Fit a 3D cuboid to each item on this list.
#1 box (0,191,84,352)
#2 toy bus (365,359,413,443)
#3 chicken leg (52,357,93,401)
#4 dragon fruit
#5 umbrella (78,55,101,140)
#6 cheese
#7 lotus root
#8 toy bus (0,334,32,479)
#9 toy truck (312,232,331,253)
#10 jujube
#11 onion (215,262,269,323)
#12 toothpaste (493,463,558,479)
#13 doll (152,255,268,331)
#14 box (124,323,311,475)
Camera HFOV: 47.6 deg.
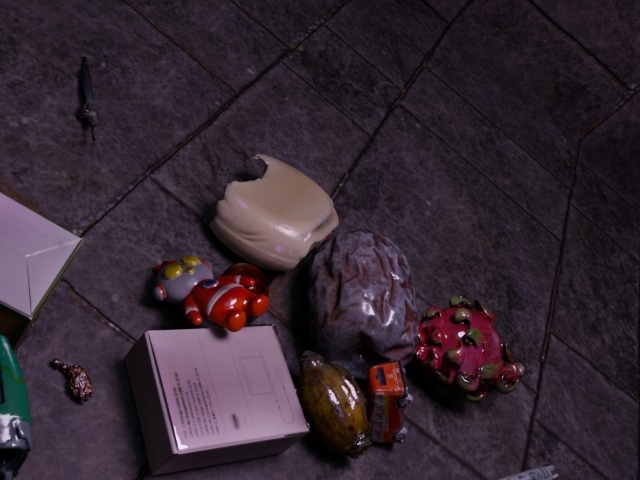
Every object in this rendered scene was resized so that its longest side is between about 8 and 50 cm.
[{"bbox_3d":[-0.487,0.044,1.052,0.195,0.148,0.177,31,38,-14],"label":"box"},{"bbox_3d":[0.120,0.302,1.328,0.077,0.174,0.079,-3,40,-5],"label":"toy bus"},{"bbox_3d":[-0.373,0.208,1.102,0.036,0.021,0.083,-26,74,-39],"label":"chicken leg"},{"bbox_3d":[0.300,0.243,1.524,0.272,0.198,0.218,55,5,-20],"label":"dragon fruit"},{"bbox_3d":[-0.467,-0.282,1.457,0.044,0.044,0.269,-8,48,-14],"label":"umbrella"},{"bbox_3d":[-0.092,-0.054,1.482,0.233,0.127,0.266,38,35,9],"label":"cheese"},{"bbox_3d":[0.017,0.290,1.288,0.120,0.120,0.209,-15,70,-46],"label":"lotus root"},{"bbox_3d":[-0.528,0.208,0.844,0.344,0.183,0.199,7,49,-37],"label":"toy bus"},{"bbox_3d":[0.000,0.000,1.598,0.032,0.024,0.083,58,38,-18],"label":"toy truck"},{"bbox_3d":[0.082,0.118,1.425,0.226,0.226,0.316,25,37,-22],"label":"jujube"},{"bbox_3d":[-0.146,0.095,1.330,0.119,0.118,0.117,20,48,-26],"label":"onion"},{"bbox_3d":[0.404,0.501,1.483,0.239,0.039,0.062,-2,53,-39],"label":"toothpaste"},{"bbox_3d":[-0.204,0.084,1.248,0.245,0.076,0.142,25,39,34],"label":"doll"},{"bbox_3d":[-0.165,0.249,1.174,0.252,0.106,0.203,3,54,-40],"label":"box"}]
